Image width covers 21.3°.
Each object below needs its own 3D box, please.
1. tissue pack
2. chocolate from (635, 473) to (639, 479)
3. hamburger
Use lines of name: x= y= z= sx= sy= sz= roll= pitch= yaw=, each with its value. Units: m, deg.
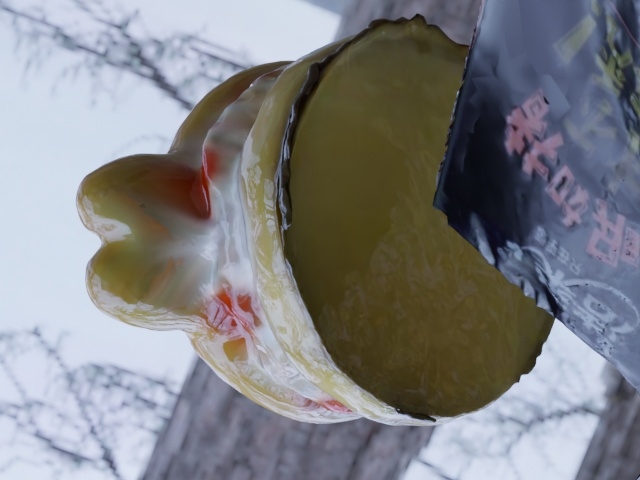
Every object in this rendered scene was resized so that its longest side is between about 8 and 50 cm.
tissue pack: x=0.184 y=-0.080 z=0.885 sx=0.123 sy=0.332 sz=0.245 roll=-28 pitch=-123 yaw=-29
chocolate: x=0.169 y=0.116 z=0.255 sx=0.283 sy=0.284 sz=0.186 roll=22 pitch=-175 yaw=8
hamburger: x=0.000 y=0.000 z=1.113 sx=0.186 sy=0.261 sz=0.302 roll=-9 pitch=-175 yaw=43
